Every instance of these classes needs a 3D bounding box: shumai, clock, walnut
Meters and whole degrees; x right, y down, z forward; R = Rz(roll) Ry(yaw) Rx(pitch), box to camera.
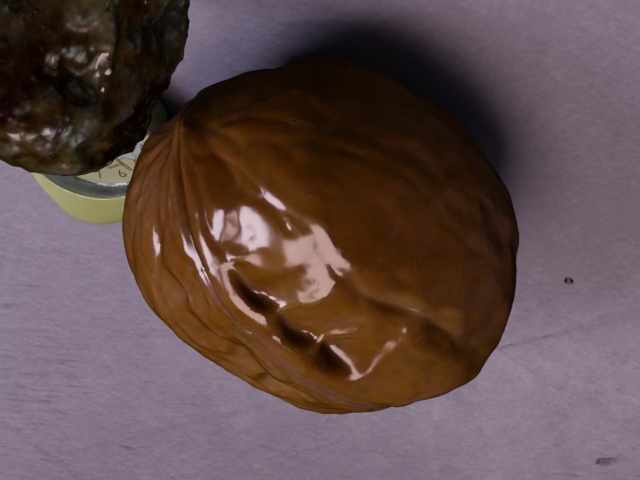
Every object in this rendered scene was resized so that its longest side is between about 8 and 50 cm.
[{"bbox_3d":[-0.205,-0.275,1.621,0.395,0.395,0.348,36,115,-27],"label":"shumai"},{"bbox_3d":[-0.236,-0.117,2.010,0.170,0.069,0.232,-12,134,28],"label":"clock"},{"bbox_3d":[0.000,0.000,1.894,0.398,0.308,0.354,35,129,-29],"label":"walnut"}]
